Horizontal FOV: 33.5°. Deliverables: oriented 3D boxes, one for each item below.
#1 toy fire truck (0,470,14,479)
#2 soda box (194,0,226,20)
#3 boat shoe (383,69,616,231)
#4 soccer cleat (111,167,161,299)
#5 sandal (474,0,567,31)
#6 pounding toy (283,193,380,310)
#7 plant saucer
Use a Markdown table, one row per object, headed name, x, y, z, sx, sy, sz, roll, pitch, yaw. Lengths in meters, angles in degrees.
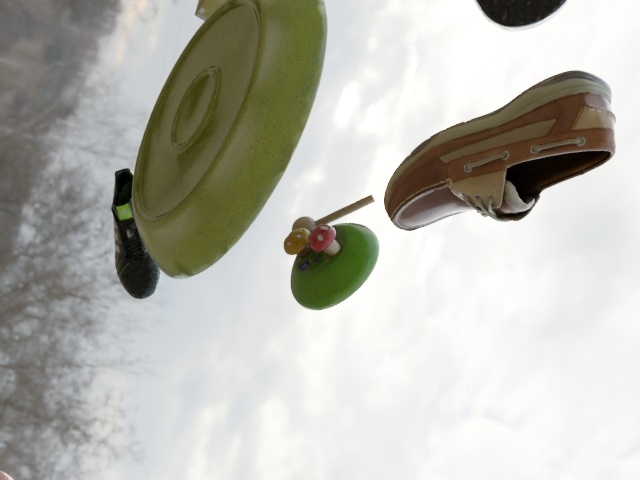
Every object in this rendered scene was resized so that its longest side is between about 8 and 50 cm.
| name | x | y | z | sx | sy | sz | roll | pitch | yaw |
| --- | --- | --- | --- | --- | --- | --- | --- | --- | --- |
| toy fire truck | -0.304 | 0.322 | 1.061 | 0.217 | 0.246 | 0.158 | 91 | -22 | -46 |
| soda box | -0.110 | -0.356 | 1.734 | 0.058 | 0.181 | 0.061 | -49 | -157 | 35 |
| boat shoe | 0.211 | -0.083 | 1.291 | 0.324 | 0.123 | 0.116 | -31 | -123 | 34 |
| soccer cleat | -0.245 | -0.010 | 1.375 | 0.072 | 0.060 | 0.178 | 74 | 3 | -63 |
| sandal | 0.193 | -0.480 | 1.377 | 0.107 | 0.168 | 0.445 | -24 | 96 | -80 |
| pounding toy | 0.000 | 0.000 | 1.854 | 0.183 | 0.110 | 0.236 | -28 | -145 | 23 |
| plant saucer | -0.079 | -0.090 | 0.782 | 0.241 | 0.037 | 0.241 | -40 | -142 | 41 |
